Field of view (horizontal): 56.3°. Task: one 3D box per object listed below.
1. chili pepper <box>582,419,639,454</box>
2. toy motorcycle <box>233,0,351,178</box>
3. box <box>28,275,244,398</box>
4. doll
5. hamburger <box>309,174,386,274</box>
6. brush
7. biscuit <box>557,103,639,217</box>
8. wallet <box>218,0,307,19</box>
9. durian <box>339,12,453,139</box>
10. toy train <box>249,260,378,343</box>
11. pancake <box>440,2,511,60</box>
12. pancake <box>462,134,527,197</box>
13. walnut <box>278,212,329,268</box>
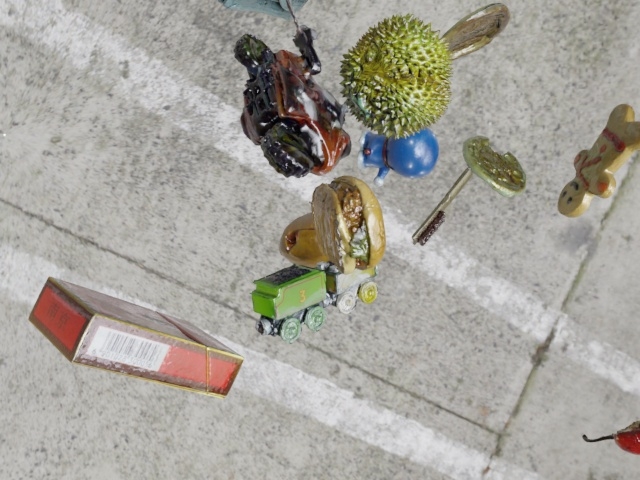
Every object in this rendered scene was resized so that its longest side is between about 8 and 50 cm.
[{"bbox_3d":[0.496,0.272,0.838,0.059,0.268,0.050,14,63,-44],"label":"chili pepper"},{"bbox_3d":[-0.047,-0.250,0.981,0.207,0.400,0.134,15,136,-46],"label":"toy motorcycle"},{"bbox_3d":[-0.238,0.131,0.792,0.240,0.153,0.074,30,78,-45],"label":"box"},{"bbox_3d":[0.233,-0.264,1.802,0.161,0.257,0.215,-7,105,-53],"label":"doll"},{"bbox_3d":[0.021,-0.014,0.464,0.044,0.083,0.076,-15,111,-10],"label":"hamburger"},{"bbox_3d":[0.320,-0.084,1.529,0.248,0.036,0.043,-49,155,-12],"label":"brush"},{"bbox_3d":[0.539,-0.143,1.163,0.030,0.153,0.234,21,124,-11],"label":"biscuit"},{"bbox_3d":[-0.038,-0.600,1.232,0.237,0.342,0.075,-16,66,-52],"label":"wallet"},{"bbox_3d":[0.165,-0.362,1.358,0.225,0.291,0.291,-34,113,-21],"label":"durian"},{"bbox_3d":[-0.001,0.063,0.765,0.202,0.060,0.081,-20,112,-42],"label":"toy train"},{"bbox_3d":[0.394,-0.543,1.592,0.250,0.250,0.031,-23,81,-23],"label":"pancake"},{"bbox_3d":[0.558,-0.238,1.902,0.254,0.037,0.253,18,46,-20],"label":"pancake"},{"bbox_3d":[0.000,0.000,1.398,0.137,0.245,0.137,17,69,-55],"label":"walnut"}]
